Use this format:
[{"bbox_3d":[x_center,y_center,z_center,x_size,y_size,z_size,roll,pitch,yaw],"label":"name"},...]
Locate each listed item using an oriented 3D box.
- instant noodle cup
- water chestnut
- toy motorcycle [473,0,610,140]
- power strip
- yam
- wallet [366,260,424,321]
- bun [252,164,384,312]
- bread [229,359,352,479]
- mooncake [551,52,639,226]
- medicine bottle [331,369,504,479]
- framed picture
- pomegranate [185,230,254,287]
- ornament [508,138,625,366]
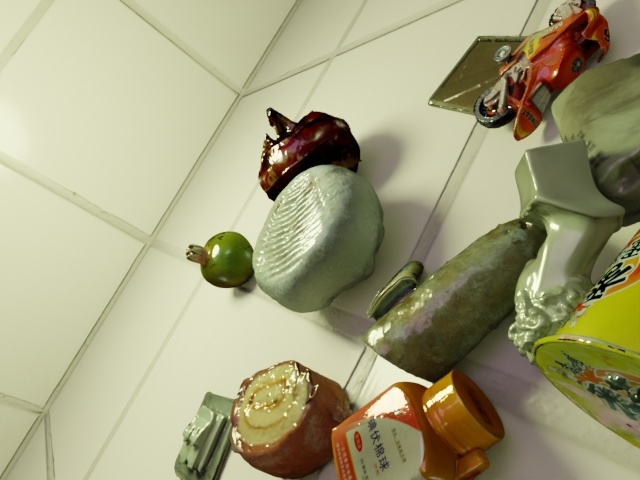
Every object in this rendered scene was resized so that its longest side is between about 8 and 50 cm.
[{"bbox_3d":[0.354,0.086,0.414,0.200,0.264,0.264,-53,28,-13],"label":"instant noodle cup"},{"bbox_3d":[-0.049,-0.237,1.275,0.300,0.300,0.300,-36,34,30],"label":"water chestnut"},{"bbox_3d":[0.415,-0.325,0.880,0.298,0.089,0.171,-52,40,10],"label":"toy motorcycle"},{"bbox_3d":[-0.285,0.467,1.135,0.198,0.064,0.213,-10,51,49],"label":"power strip"},{"bbox_3d":[0.220,0.091,0.721,0.330,0.133,0.133,-43,31,9],"label":"yam"},{"bbox_3d":[0.133,0.087,0.851,0.110,0.039,0.155,-47,-7,15],"label":"wallet"},{"bbox_3d":[0.001,-0.005,1.065,0.354,0.194,0.355,-36,37,33],"label":"bun"},{"bbox_3d":[-0.052,0.325,0.879,0.244,0.123,0.190,-32,38,35],"label":"bread"},{"bbox_3d":[0.452,-0.151,0.609,0.250,0.136,0.255,-32,35,41],"label":"mooncake"},{"bbox_3d":[0.131,0.284,0.660,0.222,0.112,0.149,-44,32,19],"label":"medicine bottle"},{"bbox_3d":[0.375,-0.371,1.065,0.209,0.019,0.281,-52,29,7],"label":"framed picture"},{"bbox_3d":[-0.301,0.055,1.433,0.180,0.209,0.180,-24,58,44],"label":"pomegranate"},{"bbox_3d":[0.299,0.021,0.584,0.120,0.130,0.286,3,92,15],"label":"ornament"}]
